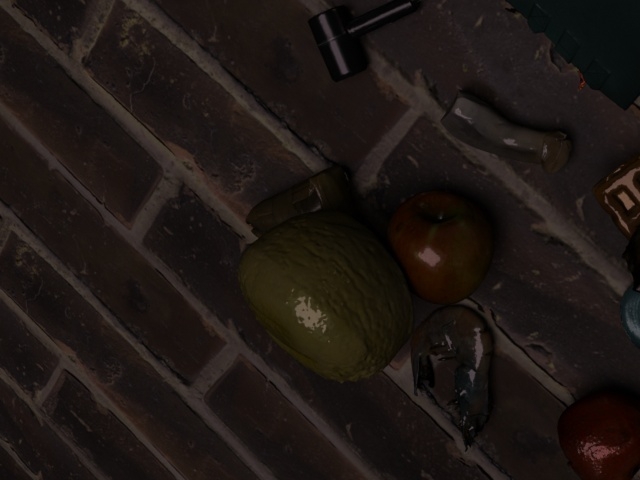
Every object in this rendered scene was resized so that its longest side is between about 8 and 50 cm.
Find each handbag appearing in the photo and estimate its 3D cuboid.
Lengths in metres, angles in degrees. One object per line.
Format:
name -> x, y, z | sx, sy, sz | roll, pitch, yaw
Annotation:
handbag -> 0.400, -0.342, 1.178 | 0.100, 0.274, 0.268 | -41, 75, -7

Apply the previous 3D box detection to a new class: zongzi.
zongzi -> 0.000, 0.000, 1.661 | 0.228, 0.115, 0.256 | -23, 107, 38

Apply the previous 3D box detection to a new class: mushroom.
mushroom -> 0.311, -0.178, 1.409 | 0.223, 0.081, 0.092 | 29, 142, 14

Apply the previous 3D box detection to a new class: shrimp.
shrimp -> 0.250, 0.264, 1.646 | 0.178, 0.075, 0.289 | 12, 117, 35

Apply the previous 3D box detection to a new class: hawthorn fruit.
hawthorn fruit -> 0.553, 0.325, 1.448 | 0.285, 0.165, 0.165 | -29, 94, 30

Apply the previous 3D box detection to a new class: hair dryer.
hair dryer -> 0.093, -0.373, 1.469 | 0.219, 0.071, 0.124 | -21, 101, 27

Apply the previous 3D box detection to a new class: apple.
apple -> 0.212, 0.016, 1.487 | 0.196, 0.196, 0.195 | 12, 116, 26

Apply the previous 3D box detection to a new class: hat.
hat -> 0.586, 0.136, 1.382 | 0.191, 0.078, 0.138 | 1, 108, 30

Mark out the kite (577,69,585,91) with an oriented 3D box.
kite -> 0.446, -0.347, 1.298 | 0.125, 0.008, 0.222 | -3, 109, 31

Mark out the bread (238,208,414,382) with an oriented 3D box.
bread -> 0.001, 0.103, 1.480 | 0.320, 0.237, 0.320 | 45, 153, 30

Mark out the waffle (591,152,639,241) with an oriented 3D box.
waffle -> 0.595, -0.013, 1.267 | 0.224, 0.098, 0.327 | -39, 85, 23

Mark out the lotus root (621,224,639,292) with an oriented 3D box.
lotus root -> 0.591, 0.024, 1.142 | 0.314, 0.210, 0.142 | 9, 116, 3
